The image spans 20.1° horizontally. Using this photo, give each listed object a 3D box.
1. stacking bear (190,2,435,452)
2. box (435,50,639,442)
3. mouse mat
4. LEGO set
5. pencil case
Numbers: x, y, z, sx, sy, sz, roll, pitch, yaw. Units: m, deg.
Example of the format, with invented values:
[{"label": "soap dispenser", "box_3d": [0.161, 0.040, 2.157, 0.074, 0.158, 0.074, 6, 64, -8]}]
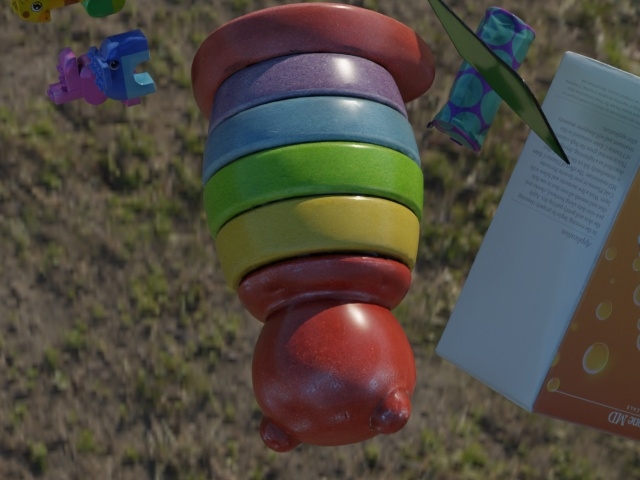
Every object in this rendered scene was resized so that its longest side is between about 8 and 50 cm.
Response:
[{"label": "stacking bear", "box_3d": [0.000, 0.000, 1.239, 0.175, 0.164, 0.289, -11, 70, 13]}, {"label": "box", "box_3d": [0.305, 0.012, 1.869, 0.215, 0.345, 0.168, 18, 9, -37]}, {"label": "mouse mat", "box_3d": [0.164, -0.161, 1.716, 0.007, 0.152, 0.190, -39, 56, 1]}, {"label": "LEGO set", "box_3d": [-0.187, -0.178, 1.351, 0.093, 0.227, 0.087, -17, 36, -15]}, {"label": "pencil case", "box_3d": [0.176, -0.175, 1.959, 0.064, 0.070, 0.152, 27, 83, -2]}]
